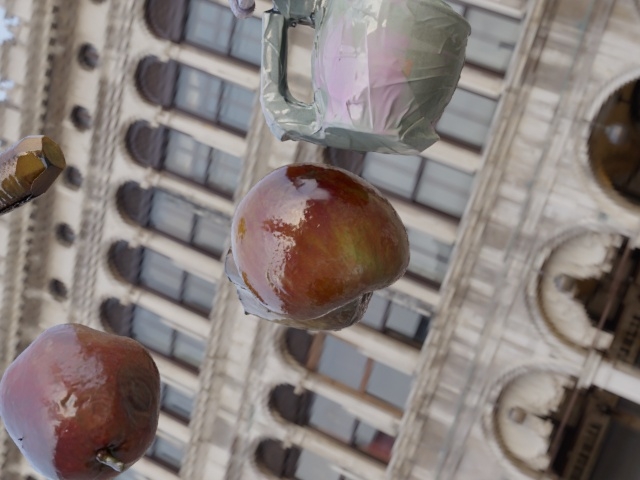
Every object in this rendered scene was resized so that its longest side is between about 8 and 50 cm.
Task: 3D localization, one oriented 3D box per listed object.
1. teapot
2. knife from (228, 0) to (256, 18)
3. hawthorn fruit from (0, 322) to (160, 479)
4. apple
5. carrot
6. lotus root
[{"bbox_3d":[0.043,-0.183,1.158,0.163,0.221,0.178,176,108,-75],"label":"teapot"},{"bbox_3d":[-0.096,-0.326,1.284,0.398,0.038,0.132,-151,46,-83],"label":"knife"},{"bbox_3d":[-0.321,0.237,1.466,0.224,0.261,0.224,-8,-65,-18],"label":"hawthorn fruit"},{"bbox_3d":[0.000,0.000,1.193,0.195,0.173,0.160,-23,-32,-19],"label":"apple"},{"bbox_3d":[-0.423,-0.051,1.302,0.070,0.260,0.070,52,-156,-34],"label":"carrot"},{"bbox_3d":[0.005,0.039,2.089,0.316,0.249,0.316,-47,-34,-46],"label":"lotus root"}]
